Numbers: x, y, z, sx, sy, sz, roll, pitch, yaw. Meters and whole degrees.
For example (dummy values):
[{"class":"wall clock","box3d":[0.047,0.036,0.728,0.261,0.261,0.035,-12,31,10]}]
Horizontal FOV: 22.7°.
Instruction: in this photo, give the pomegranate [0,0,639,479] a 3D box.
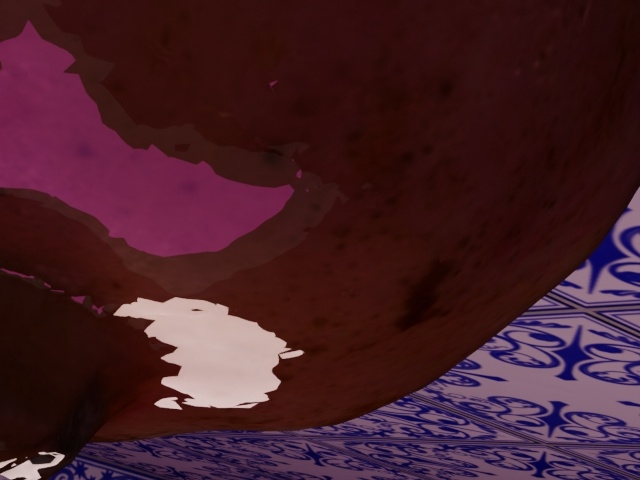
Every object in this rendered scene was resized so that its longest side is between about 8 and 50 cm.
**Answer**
[{"class":"pomegranate","box3d":[-0.059,-0.072,0.464,0.338,0.338,0.338,11,165,3]}]
